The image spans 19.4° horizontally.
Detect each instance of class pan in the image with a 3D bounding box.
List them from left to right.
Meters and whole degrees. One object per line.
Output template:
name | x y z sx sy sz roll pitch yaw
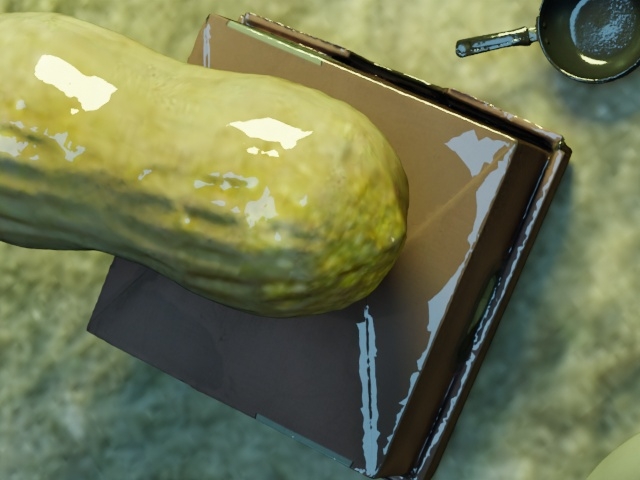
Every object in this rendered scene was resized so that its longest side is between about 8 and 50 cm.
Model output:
pan | 0.132 -0.116 1.035 0.115 0.023 0.068 -9 84 19

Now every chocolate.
chocolate | -0.096 -0.041 0.979 0.309 0.134 0.134 18 93 19

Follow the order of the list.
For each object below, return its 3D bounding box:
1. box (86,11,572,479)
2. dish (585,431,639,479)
box | 0.000 0.000 1.049 0.215 0.086 0.215 25 96 21
dish | 0.204 0.174 0.960 0.224 0.078 0.246 4 88 23
